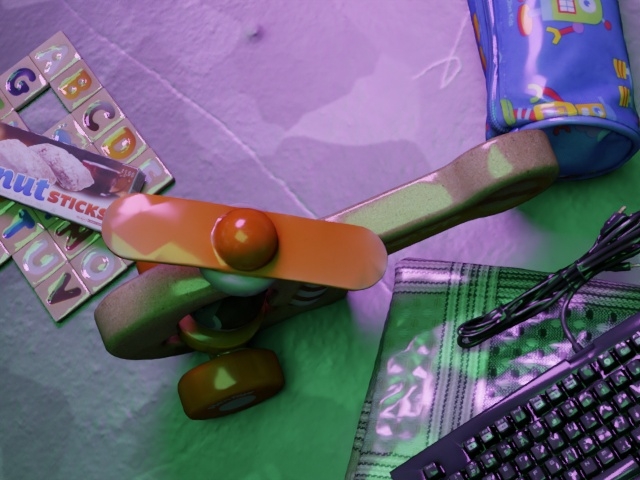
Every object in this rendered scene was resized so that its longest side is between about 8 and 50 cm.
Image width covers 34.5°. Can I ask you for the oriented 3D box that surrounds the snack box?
[{"bbox_3d":[-0.247,-0.059,0.918,0.178,0.022,0.064,19,80,15],"label":"snack box"}]

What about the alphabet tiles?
[{"bbox_3d":[-0.252,-0.051,0.934,0.198,0.009,0.237,-38,70,-2],"label":"alphabet tiles"}]

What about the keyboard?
[{"bbox_3d":[0.185,0.089,0.702,0.317,0.033,0.201,-34,49,8],"label":"keyboard"}]

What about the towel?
[{"bbox_3d":[0.169,0.173,0.742,0.312,0.056,0.324,9,68,14],"label":"towel"}]

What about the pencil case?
[{"bbox_3d":[0.173,-0.200,0.833,0.133,0.119,0.306,1,72,-19],"label":"pencil case"}]

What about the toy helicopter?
[{"bbox_3d":[0.000,0.000,0.743,0.355,0.235,0.140,-24,71,7],"label":"toy helicopter"}]
